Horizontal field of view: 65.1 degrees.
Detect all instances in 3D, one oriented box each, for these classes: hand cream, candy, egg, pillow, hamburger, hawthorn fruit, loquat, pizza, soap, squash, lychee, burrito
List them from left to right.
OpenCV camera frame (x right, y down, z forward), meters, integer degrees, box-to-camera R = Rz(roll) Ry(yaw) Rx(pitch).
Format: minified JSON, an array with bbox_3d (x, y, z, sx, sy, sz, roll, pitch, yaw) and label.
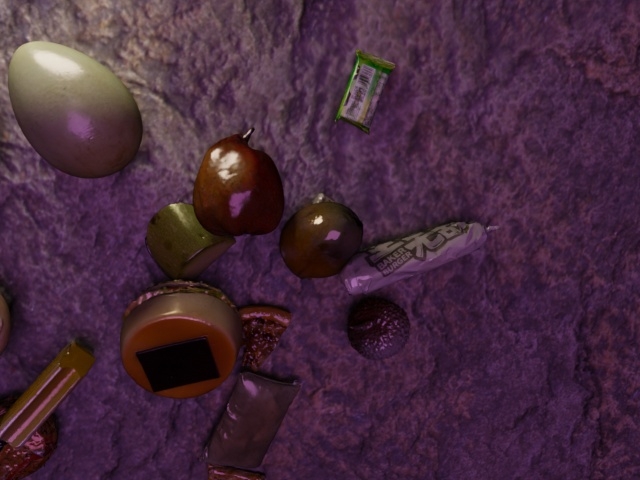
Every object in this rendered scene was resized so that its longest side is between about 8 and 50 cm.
[{"bbox_3d":[-0.761,0.494,1.228,0.230,0.107,0.231,-2,98,-13],"label":"hamburger"},{"bbox_3d":[-0.626,0.345,1.151,0.073,0.140,0.232,46,69,-21],"label":"soap"},{"bbox_3d":[-0.497,-0.265,1.012,0.218,0.218,0.296,-38,95,1],"label":"egg"},{"bbox_3d":[-0.324,0.008,1.188,0.192,0.085,0.184,-43,109,1],"label":"squash"},{"bbox_3d":[-0.326,0.228,1.196,0.299,0.176,0.301,-5,118,-9],"label":"hamburger"},{"bbox_3d":[-0.253,0.685,1.414,0.184,0.036,0.176,-26,108,-4],"label":"pizza"},{"bbox_3d":[-0.178,-0.130,1.129,0.207,0.208,0.249,3,91,-12],"label":"hawthorn fruit"},{"bbox_3d":[-0.189,0.485,1.350,0.184,0.075,0.303,21,103,-25],"label":"pillow"},{"bbox_3d":[-0.159,0.261,1.298,0.153,0.069,0.194,6,105,-12],"label":"pizza"},{"bbox_3d":[0.000,0.000,1.184,0.179,0.179,0.227,28,142,-17],"label":"loquat"},{"bbox_3d":[0.040,-0.067,1.270,0.143,0.039,0.061,39,89,-27],"label":"hand cream"},{"bbox_3d":[0.105,-0.354,1.202,0.102,0.032,0.179,16,100,-19],"label":"candy"},{"bbox_3d":[0.147,0.228,1.300,0.197,0.165,0.165,26,100,-51],"label":"lychee"},{"bbox_3d":[0.251,0.032,1.285,0.444,0.139,0.101,-18,103,-10],"label":"burrito"}]

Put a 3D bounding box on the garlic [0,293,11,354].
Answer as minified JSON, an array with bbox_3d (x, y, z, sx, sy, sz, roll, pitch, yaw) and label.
[{"bbox_3d":[-0.848,0.199,1.074,0.313,0.249,0.286,46,110,1],"label":"garlic"}]
